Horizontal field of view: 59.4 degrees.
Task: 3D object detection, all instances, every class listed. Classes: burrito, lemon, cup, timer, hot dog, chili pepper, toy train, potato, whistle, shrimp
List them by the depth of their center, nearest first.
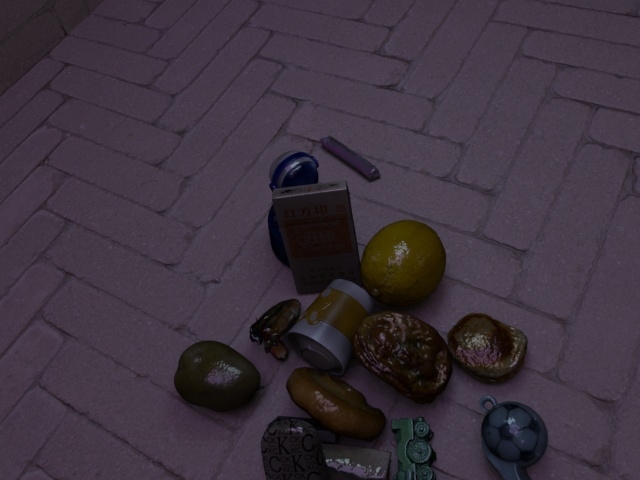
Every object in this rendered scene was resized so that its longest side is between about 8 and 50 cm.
[{"bbox_3d":[0.473,0.483,1.306,0.163,0.163,0.290,-32,58,-10],"label":"whistle"},{"bbox_3d":[0.021,0.566,1.358,0.299,0.105,0.143,-1,86,11],"label":"burrito"},{"bbox_3d":[0.228,0.523,1.377,0.104,0.071,0.178,-8,54,15],"label":"toy train"},{"bbox_3d":[0.212,0.292,1.438,0.272,0.122,0.196,36,63,-4],"label":"hot dog"},{"bbox_3d":[-0.273,0.371,1.525,0.251,0.159,0.174,14,84,10],"label":"potato"},{"bbox_3d":[0.016,0.234,1.562,0.241,0.185,0.226,0,45,49],"label":"cup"},{"bbox_3d":[0.233,0.064,1.580,0.235,0.236,0.263,24,76,24],"label":"lemon"},{"bbox_3d":[-0.143,0.234,1.583,0.145,0.059,0.254,-14,22,30],"label":"shrimp"},{"bbox_3d":[-0.145,0.289,1.628,0.045,0.027,0.178,-34,56,-17],"label":"chili pepper"},{"bbox_3d":[-0.056,-0.111,1.658,0.270,0.384,0.271,-5,57,8],"label":"timer"}]

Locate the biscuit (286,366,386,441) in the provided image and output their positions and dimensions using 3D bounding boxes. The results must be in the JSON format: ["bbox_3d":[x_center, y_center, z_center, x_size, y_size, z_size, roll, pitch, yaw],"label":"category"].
[{"bbox_3d":[0.035,0.407,1.423,0.274,0.213,0.091,31,92,19],"label":"biscuit"}]

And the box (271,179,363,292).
[{"bbox_3d":[0.000,0.000,1.587,0.204,0.365,0.051,-6,40,8],"label":"box"}]

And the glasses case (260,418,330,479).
[{"bbox_3d":[-0.042,0.577,1.276,0.137,0.085,0.355,-10,98,15],"label":"glasses case"}]

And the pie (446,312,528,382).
[{"bbox_3d":[0.439,0.278,1.487,0.205,0.084,0.179,25,65,28],"label":"pie"}]

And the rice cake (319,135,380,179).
[{"bbox_3d":[0.099,-0.290,1.945,0.049,0.055,0.270,-43,62,-12],"label":"rice cake"}]

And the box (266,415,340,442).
[{"bbox_3d":[-0.039,0.481,1.431,0.177,0.115,0.036,1,85,13],"label":"box"}]
